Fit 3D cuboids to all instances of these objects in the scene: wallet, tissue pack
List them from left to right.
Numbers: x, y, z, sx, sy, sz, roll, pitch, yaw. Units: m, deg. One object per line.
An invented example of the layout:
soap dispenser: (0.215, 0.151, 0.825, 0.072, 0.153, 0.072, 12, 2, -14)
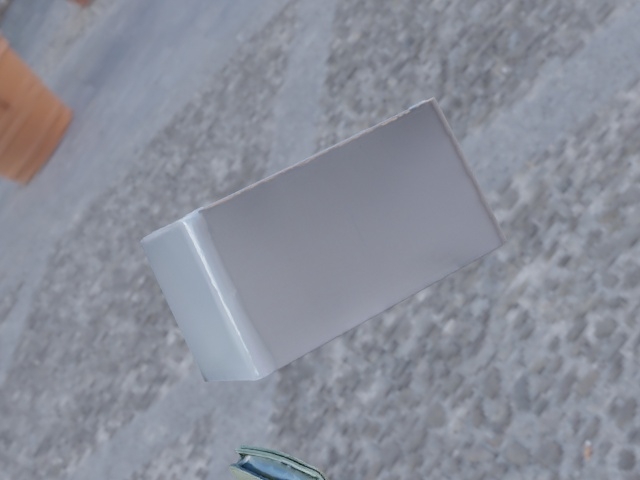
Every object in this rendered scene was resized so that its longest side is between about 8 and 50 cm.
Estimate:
wallet: (-0.018, 0.243, 1.156, 0.110, 0.155, 0.039, 18, 65, 26)
tissue pack: (-0.001, 0.000, 1.021, 0.246, 0.136, 0.159, -27, 4, -22)
